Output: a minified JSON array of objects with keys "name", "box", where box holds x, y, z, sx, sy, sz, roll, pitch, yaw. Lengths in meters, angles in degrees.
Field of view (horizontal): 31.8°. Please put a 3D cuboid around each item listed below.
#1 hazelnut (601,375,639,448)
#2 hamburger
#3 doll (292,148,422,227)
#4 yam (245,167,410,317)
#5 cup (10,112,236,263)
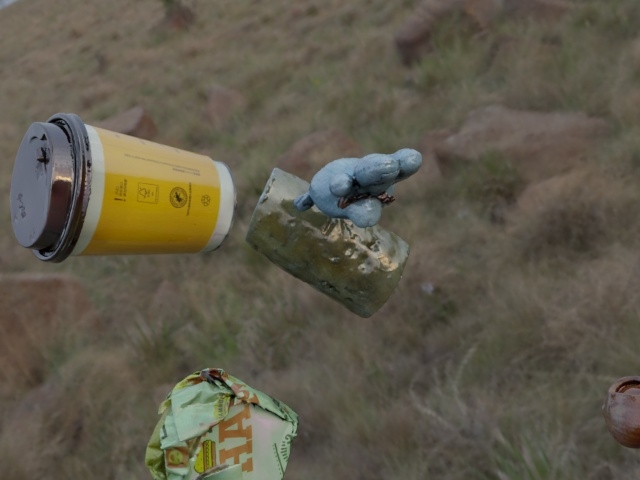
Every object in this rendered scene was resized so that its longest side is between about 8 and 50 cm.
[{"name":"hazelnut","box":[0.378,0.206,1.344,0.086,0.086,0.086,-26,18,9]},{"name":"hamburger","box":[-0.148,0.291,1.496,0.125,0.214,0.235,26,87,47]},{"name":"doll","box":[0.052,-0.051,1.149,0.120,0.075,0.179,-11,5,-21]},{"name":"yam","box":[0.000,0.000,1.307,0.107,0.194,0.107,-52,16,22]},{"name":"cup","box":[-0.263,-0.060,1.497,0.279,0.197,0.196,6,-4,-35]}]
